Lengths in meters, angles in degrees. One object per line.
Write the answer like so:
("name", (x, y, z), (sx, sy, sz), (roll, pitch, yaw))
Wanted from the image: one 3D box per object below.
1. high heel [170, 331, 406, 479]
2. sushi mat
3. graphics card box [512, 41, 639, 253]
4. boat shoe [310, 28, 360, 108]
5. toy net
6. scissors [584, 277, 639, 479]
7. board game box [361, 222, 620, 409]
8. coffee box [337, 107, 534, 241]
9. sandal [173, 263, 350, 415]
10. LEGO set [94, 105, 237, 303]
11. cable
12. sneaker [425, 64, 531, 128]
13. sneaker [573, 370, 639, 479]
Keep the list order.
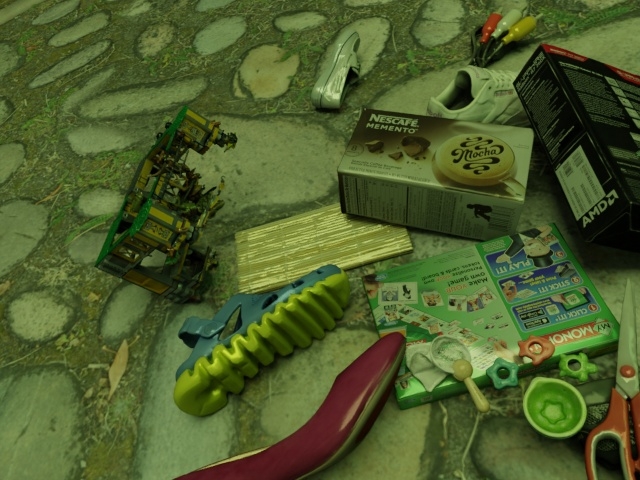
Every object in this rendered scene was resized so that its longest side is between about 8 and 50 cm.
("high heel", (-0.050, 0.240, 0.679), (0.181, 0.127, 0.377), (34, 75, 22))
("sushi mat", (0.000, 0.000, 0.943), (0.317, 0.019, 0.151), (-16, 50, 3))
("graphics card box", (0.467, -0.145, 0.818), (0.233, 0.094, 0.370), (10, 49, -18))
("boat shoe", (0.056, -0.386, 1.198), (0.076, 0.083, 0.226), (20, 72, 14))
("toy net", (0.219, 0.161, 0.669), (0.232, 0.045, 0.122), (15, 69, 29))
("scissors", (0.352, 0.172, 0.616), (0.109, 0.021, 0.297), (-11, 50, 21))
("board game box", (0.240, 0.105, 0.779), (0.318, 0.046, 0.213), (-16, 52, 3))
("coffee box", (0.195, -0.115, 0.899), (0.298, 0.118, 0.168), (12, 56, 17))
("sandal", (-0.101, 0.125, 0.812), (0.318, 0.126, 0.138), (-30, 48, -11))
("LEGO set", (-0.226, -0.047, 0.909), (0.255, 0.192, 0.331), (-38, 35, 33))
("cable", (0.352, -0.414, 1.133), (0.140, 0.072, 0.287), (27, 64, 37))
("sneaker", (0.328, -0.270, 0.977), (0.305, 0.152, 0.114), (-30, 49, -11))
("sneaker", (0.422, 0.216, 0.620), (0.228, 0.087, 0.130), (-17, 53, 6))
